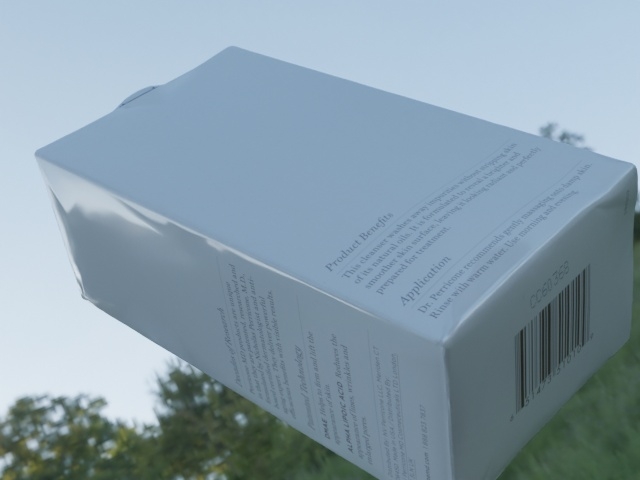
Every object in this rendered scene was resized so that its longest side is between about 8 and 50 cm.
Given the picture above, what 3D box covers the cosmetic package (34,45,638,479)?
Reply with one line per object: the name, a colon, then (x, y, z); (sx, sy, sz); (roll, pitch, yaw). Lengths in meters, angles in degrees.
cosmetic package: (0.000, 0.000, 0.690); (0.217, 0.385, 0.156); (-35, -48, -33)
